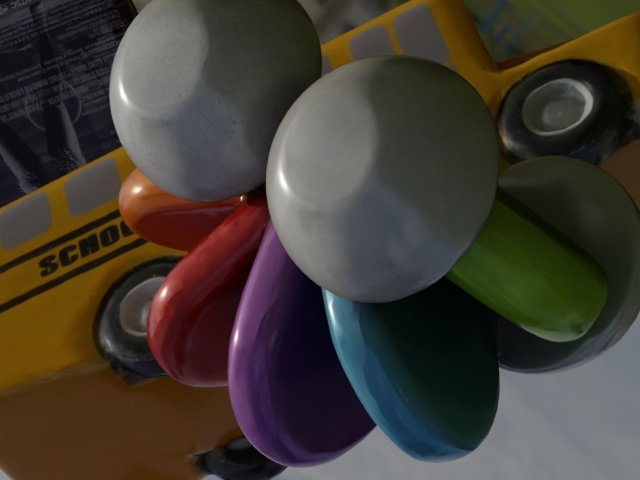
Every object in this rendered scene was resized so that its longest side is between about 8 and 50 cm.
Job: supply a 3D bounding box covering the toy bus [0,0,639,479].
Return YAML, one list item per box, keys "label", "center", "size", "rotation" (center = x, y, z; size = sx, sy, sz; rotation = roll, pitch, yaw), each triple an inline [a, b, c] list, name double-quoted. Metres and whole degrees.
- label: "toy bus"
  center: [0.000, 0.000, 0.819]
  size: [0.108, 0.333, 0.130]
  rotation: [56, -170, -47]

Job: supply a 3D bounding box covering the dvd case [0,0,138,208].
- label: "dvd case"
  center: [-0.153, -0.045, 1.146]
  size: [0.018, 0.164, 0.221]
  rotation: [-73, -39, -67]

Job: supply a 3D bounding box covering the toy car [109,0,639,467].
- label: "toy car"
  center: [0.006, 0.006, 0.638]
  size: [0.182, 0.136, 0.159]
  rotation: [30, -177, 37]
